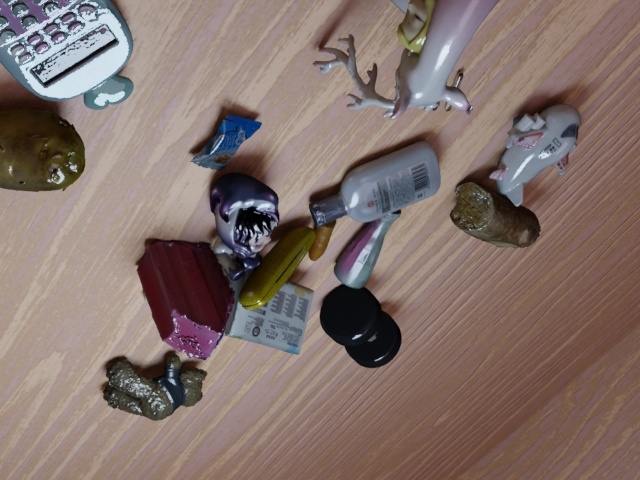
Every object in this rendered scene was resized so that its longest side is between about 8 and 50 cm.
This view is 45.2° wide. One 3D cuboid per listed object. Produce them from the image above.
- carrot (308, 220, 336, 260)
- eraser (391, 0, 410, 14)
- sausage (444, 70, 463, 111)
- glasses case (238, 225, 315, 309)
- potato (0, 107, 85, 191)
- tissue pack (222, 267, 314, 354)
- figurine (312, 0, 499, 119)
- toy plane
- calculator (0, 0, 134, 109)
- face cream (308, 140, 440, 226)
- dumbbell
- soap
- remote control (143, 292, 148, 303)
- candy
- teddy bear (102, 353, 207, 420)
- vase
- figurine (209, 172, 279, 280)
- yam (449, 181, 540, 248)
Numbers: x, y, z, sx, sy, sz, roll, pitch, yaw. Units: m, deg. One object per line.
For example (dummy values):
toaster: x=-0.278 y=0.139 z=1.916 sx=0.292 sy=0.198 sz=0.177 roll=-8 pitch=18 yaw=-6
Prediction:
carrot: x=0.000 y=0.000 z=1.716 sx=0.048 sy=0.048 sz=0.139 roll=-9 pitch=140 yaw=-24
eraser: x=0.197 y=-0.430 z=1.368 sx=0.104 sy=0.023 sz=0.150 roll=-43 pitch=141 yaw=19
sausage: x=0.272 y=-0.303 z=1.569 sx=0.015 sy=0.015 sz=0.100 roll=-10 pitch=138 yaw=-24
glasses case: x=-0.091 y=0.055 z=1.617 sx=0.064 sy=0.079 sz=0.234 roll=54 pitch=52 yaw=-22
potato: x=-0.457 y=-0.139 z=1.203 sx=0.175 sy=0.137 sz=0.137 roll=11 pitch=131 yaw=-13
tissue pack: x=-0.149 y=0.151 z=1.725 sx=0.229 sy=0.145 sz=0.159 roll=24 pitch=76 yaw=-46
figurine: x=0.166 y=-0.327 z=1.258 sx=0.206 sy=0.284 sz=0.316 roll=7 pitch=125 yaw=-32
toy plane: x=0.493 y=-0.202 z=1.748 sx=0.252 sy=0.118 sz=0.252 roll=-20 pitch=141 yaw=-17
calculator: x=-0.384 y=-0.303 z=1.125 sx=0.185 sy=0.041 sz=0.299 roll=-32 pitch=141 yaw=4
face cream: x=0.117 y=-0.106 z=1.645 sx=0.291 sy=0.071 sz=0.144 roll=-24 pitch=131 yaw=-8
dumbbell: x=0.106 y=0.219 z=1.950 sx=0.152 sy=0.152 sz=0.218 roll=-33 pitch=143 yaw=5
soap: x=-0.256 y=0.113 z=1.514 sx=0.162 sy=0.250 sz=0.099 roll=12 pitch=125 yaw=-39
remote control: x=-0.315 y=0.108 z=1.648 sx=0.122 sy=0.032 sz=0.074 roll=1 pitch=133 yaw=-35
candy: x=-0.177 y=-0.177 z=1.410 sx=0.136 sy=0.038 sz=0.088 roll=-44 pitch=155 yaw=29
teddy bear: x=-0.385 y=0.362 z=1.816 sx=0.251 sy=0.129 sz=0.182 roll=1 pitch=136 yaw=-33
vase: x=0.112 y=0.006 z=1.772 sx=0.086 sy=0.086 sz=0.214 roll=5 pitch=127 yaw=-37
figurine: x=-0.155 y=-0.041 z=1.520 sx=0.145 sy=0.145 sz=0.222 roll=-7 pitch=142 yaw=-26
yam: x=0.417 y=-0.055 z=1.851 sx=0.129 sy=0.128 sz=0.238 roll=-36 pitch=145 yaw=28
